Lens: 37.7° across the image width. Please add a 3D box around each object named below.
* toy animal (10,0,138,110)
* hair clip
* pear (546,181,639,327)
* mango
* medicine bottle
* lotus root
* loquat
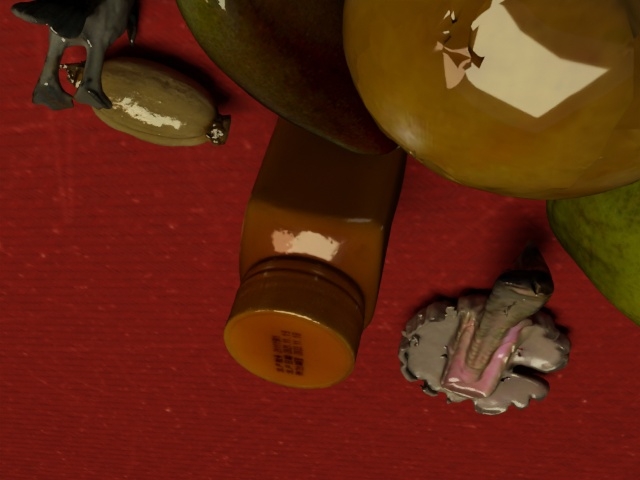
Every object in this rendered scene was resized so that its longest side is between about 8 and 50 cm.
[{"bbox_3d":[-0.173,-0.169,0.677,0.273,0.160,0.197,6,154,2],"label":"toy animal"},{"bbox_3d":[0.173,0.086,0.924,0.173,0.069,0.300,15,150,3],"label":"hair clip"},{"bbox_3d":[0.292,-0.017,0.658,0.269,0.212,0.212,19,143,21],"label":"pear"},{"bbox_3d":[-0.012,-0.152,0.647,0.111,0.133,0.267,5,161,40],"label":"mango"},{"bbox_3d":[-0.001,0.000,0.762,0.112,0.222,0.149,11,141,6],"label":"medicine bottle"},{"bbox_3d":[-0.147,-0.120,0.799,0.150,0.062,0.073,20,163,-3],"label":"lotus root"},{"bbox_3d":[0.131,-0.134,0.557,0.235,0.235,0.235,9,140,8],"label":"loquat"}]
